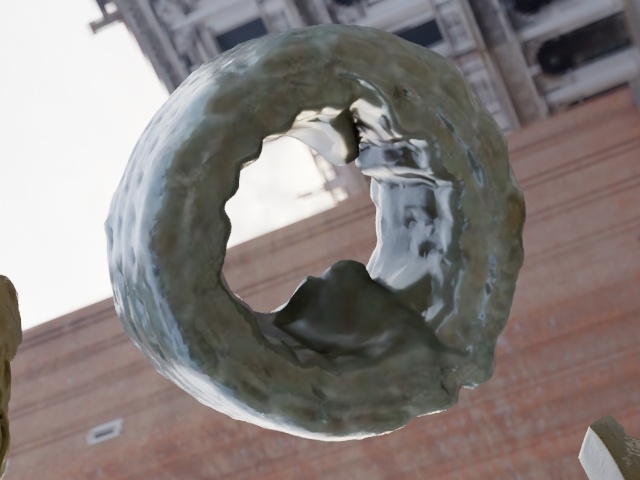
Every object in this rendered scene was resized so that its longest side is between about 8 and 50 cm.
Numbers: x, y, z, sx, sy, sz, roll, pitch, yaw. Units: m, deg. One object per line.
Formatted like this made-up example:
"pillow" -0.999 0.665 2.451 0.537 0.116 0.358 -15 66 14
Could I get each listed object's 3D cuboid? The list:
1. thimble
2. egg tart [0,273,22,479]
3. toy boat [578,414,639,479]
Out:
"thimble" 0.000 0.000 0.881 0.291 0.291 0.195 66 165 -12
"egg tart" -0.378 0.195 1.099 0.169 0.388 0.388 17 -136 -25
"toy boat" 0.307 0.234 1.199 0.200 0.077 0.057 -106 32 -70
